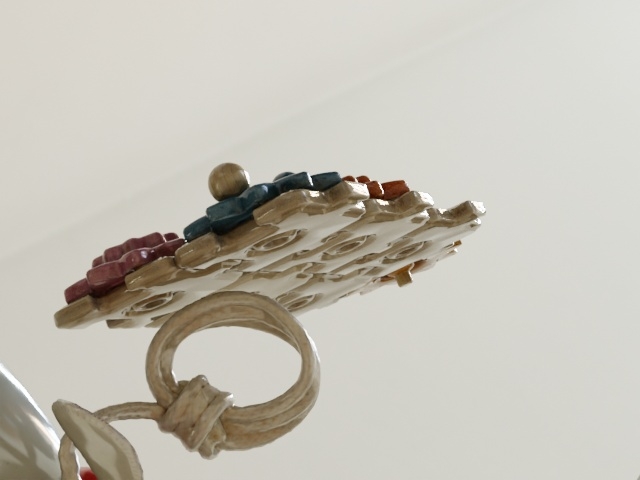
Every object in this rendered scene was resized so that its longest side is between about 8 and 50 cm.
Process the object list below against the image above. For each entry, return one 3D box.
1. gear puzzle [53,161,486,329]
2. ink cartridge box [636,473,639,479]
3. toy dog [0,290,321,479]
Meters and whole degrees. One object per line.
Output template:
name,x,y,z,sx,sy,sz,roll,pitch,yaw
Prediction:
gear puzzle,0.000,0.000,0.951,0.339,0.175,0.044,5,-118,-63
ink cartridge box,0.286,0.266,1.217,0.088,0.235,0.193,14,-154,-19
toy dog,-0.170,0.110,0.792,0.333,0.220,0.161,17,-168,0
